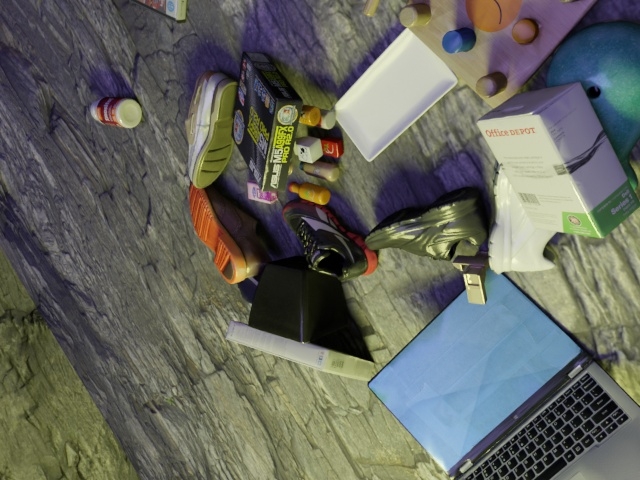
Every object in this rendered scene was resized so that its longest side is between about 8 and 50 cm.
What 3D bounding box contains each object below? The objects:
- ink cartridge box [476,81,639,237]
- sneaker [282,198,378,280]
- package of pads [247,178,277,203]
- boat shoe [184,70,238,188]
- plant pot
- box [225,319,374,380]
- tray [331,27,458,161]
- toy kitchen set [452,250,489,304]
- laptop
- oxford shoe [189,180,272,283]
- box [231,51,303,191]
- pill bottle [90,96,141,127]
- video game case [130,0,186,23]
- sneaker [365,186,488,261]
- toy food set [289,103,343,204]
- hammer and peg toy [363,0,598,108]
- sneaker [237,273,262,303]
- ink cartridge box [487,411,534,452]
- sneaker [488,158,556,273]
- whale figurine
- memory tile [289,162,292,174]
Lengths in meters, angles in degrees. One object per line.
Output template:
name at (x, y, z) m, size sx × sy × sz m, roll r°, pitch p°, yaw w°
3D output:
ink cartridge box at (0.363, -0.122, 0.877) m, size 0.219 × 0.092 × 0.160 m, roll 56°, pitch 170°, yaw -16°
sneaker at (0.000, 0.000, 1.331) m, size 0.276 × 0.135 × 0.098 m, roll 39°, pitch 132°, yaw 20°
package of pads at (-0.151, -0.126, 1.462) m, size 0.083 × 0.032 × 0.050 m, roll 16°, pitch 123°, yaw 33°
boat shoe at (-0.287, -0.283, 1.450) m, size 0.103 × 0.113 × 0.302 m, roll 34°, pitch 118°, yaw 23°
plant pot at (-0.054, 0.135, 1.417) m, size 0.187 × 0.188 × 0.167 m, roll 9°, pitch 104°, yaw 36°
box at (-0.054, 0.284, 1.461) m, size 0.322 × 0.232 × 0.058 m, roll 11°, pitch 78°, yaw 37°
tray at (0.145, -0.292, 1.143) m, size 0.145 × 0.030 × 0.270 m, roll 55°, pitch 133°, yaw 5°
toy kitchen set at (0.310, 0.072, 1.154) m, size 0.068 × 0.083 × 0.075 m, roll 4°, pitch 125°, yaw 37°
laptop at (0.333, 0.326, 1.054) m, size 0.236 × 0.408 × 0.382 m, roll 38°, pitch 103°, yaw -20°
oxford shoe at (-0.253, -0.043, 1.536) m, size 0.364 × 0.132 × 0.130 m, roll 59°, pitch 144°, yaw 26°
box at (-0.128, -0.270, 1.266) m, size 0.270 × 0.060 × 0.216 m, roll -120°, pitch 36°, yaw -46°
pill bottle at (-0.607, -0.379, 1.670) m, size 0.152 × 0.086 × 0.086 m, roll 12°, pitch 118°, yaw 34°
video game case at (-0.429, -0.707, 1.402) m, size 0.275 × 0.035 × 0.248 m, roll 32°, pitch 128°, yaw 23°
sneaker at (0.214, -0.009, 1.178) m, size 0.286 × 0.109 × 0.130 m, roll -17°, pitch 105°, yaw 45°
toy food set at (-0.024, -0.205, 1.260) m, size 0.104 × 0.111 × 0.232 m, roll 19°, pitch 138°, yaw 34°
hammer and peg toy at (0.245, -0.422, 0.934) m, size 0.361 × 0.127 × 0.266 m, roll 47°, pitch 134°, yaw 12°
sneaker at (-0.226, 0.086, 1.591) m, size 0.222 × 0.083 × 0.118 m, roll 45°, pitch 136°, yaw 16°
ink cartridge box at (0.432, 0.420, 1.196) m, size 0.198 × 0.115 × 0.067 m, roll 15°, pitch 120°, yaw 34°
sneaker at (0.377, -0.076, 1.029) m, size 0.129 × 0.111 × 0.297 m, roll 4°, pitch 117°, yaw 19°
whale figurine at (0.437, -0.194, 0.877) m, size 0.216 × 0.141 × 0.272 m, roll 10°, pitch 120°, yaw 35°
memory tile at (-0.112, -0.212, 1.360) m, size 0.148 × 0.012 × 0.113 m, roll 6°, pitch 101°, yaw 56°
